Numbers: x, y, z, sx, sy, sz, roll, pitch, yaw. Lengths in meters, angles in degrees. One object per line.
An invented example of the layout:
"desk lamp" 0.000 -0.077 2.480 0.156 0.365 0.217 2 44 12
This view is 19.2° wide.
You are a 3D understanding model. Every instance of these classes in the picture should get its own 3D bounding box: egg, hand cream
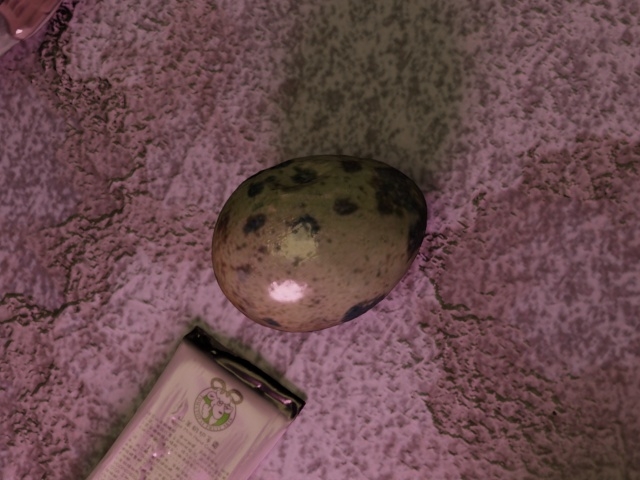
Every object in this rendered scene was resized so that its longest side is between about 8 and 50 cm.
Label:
"egg" 0.000 0.000 1.533 0.181 0.141 0.141 -20 83 8
"hand cream" -0.157 0.238 1.632 0.121 0.076 0.336 37 94 10

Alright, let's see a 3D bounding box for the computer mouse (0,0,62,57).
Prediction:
"computer mouse" -0.289 -0.254 1.650 0.389 0.115 0.199 -41 61 -6
